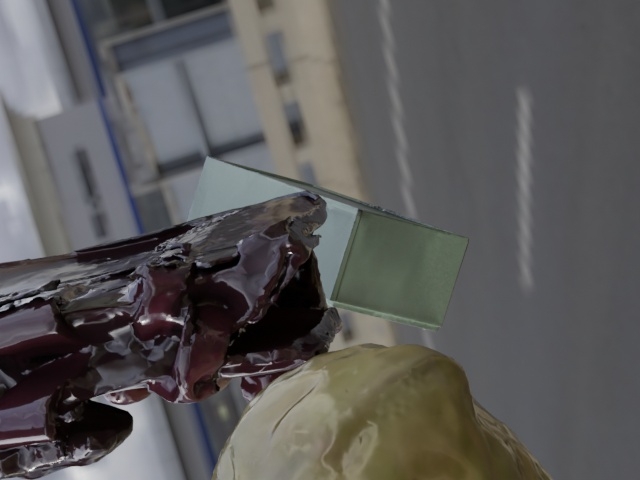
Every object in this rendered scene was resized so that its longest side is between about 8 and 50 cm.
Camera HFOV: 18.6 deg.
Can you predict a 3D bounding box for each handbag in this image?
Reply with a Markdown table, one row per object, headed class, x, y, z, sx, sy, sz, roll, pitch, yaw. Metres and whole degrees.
| class | x | y | z | sx | sy | sz | roll | pitch | yaw |
| --- | --- | --- | --- | --- | --- | --- | --- | --- | --- |
| handbag | -0.091 | 0.041 | 0.753 | 0.216 | 0.203 | 0.074 | -70 | -35 | -84 |

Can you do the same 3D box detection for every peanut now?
| class | x | y | z | sx | sy | sz | roll | pitch | yaw |
| --- | --- | --- | --- | --- | --- | --- | --- | --- | --- |
| peanut | 0.006 | 0.116 | 0.510 | 0.103 | 0.098 | 0.229 | -49 | -21 | -55 |

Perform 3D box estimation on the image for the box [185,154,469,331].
| class | x | y | z | sx | sy | sz | roll | pitch | yaw |
| --- | --- | --- | --- | --- | --- | --- | --- | --- | --- |
| box | 0.000 | 0.000 | 1.693 | 0.225 | 0.129 | 0.086 | 22 | 96 | 51 |
